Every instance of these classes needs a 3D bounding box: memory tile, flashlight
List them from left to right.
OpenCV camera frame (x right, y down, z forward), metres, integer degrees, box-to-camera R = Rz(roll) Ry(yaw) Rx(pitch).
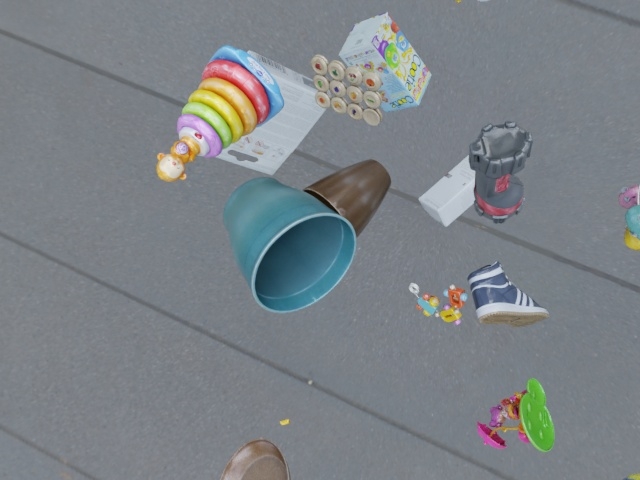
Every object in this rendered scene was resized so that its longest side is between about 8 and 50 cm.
[{"bbox_3d":[0.047,-0.273,1.016,0.148,0.113,0.012,25,56,24],"label":"memory tile"},{"bbox_3d":[0.329,-0.118,0.999,0.103,0.304,0.103,33,84,19],"label":"flashlight"}]

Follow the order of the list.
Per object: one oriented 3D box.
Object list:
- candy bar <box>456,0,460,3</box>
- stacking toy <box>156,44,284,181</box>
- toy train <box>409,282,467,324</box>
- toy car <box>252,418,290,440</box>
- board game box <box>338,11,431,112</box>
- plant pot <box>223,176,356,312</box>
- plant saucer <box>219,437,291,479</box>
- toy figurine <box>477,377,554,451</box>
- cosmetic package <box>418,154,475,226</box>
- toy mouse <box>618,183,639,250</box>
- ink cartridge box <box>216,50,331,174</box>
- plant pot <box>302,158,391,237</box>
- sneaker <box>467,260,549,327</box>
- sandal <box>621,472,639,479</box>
[{"bbox_3d":[0.260,-0.591,1.287,0.161,0.018,0.040,28,64,12],"label":"candy bar"},{"bbox_3d":[-0.228,-0.232,1.120,0.175,0.166,0.302,44,61,-17],"label":"stacking toy"},{"bbox_3d":[0.310,0.147,1.407,0.166,0.046,0.125,8,127,47],"label":"toy train"},{"bbox_3d":[-0.111,0.488,1.345,0.122,0.040,0.060,-34,69,0],"label":"toy car"},{"bbox_3d":[0.215,-0.568,1.794,0.144,0.275,0.142,1,58,46],"label":"board game box"},{"bbox_3d":[-0.098,-0.015,1.309,0.271,0.272,0.255,-52,50,10],"label":"plant pot"},{"bbox_3d":[-0.115,0.459,0.991,0.199,0.036,0.198,-28,46,32],"label":"plant saucer"},{"bbox_3d":[0.447,0.425,1.318,0.130,0.173,0.159,38,135,-22],"label":"toy figurine"},{"bbox_3d":[0.451,-0.165,1.821,0.231,0.117,0.085,-40,127,-4],"label":"cosmetic package"},{"bbox_3d":[0.529,-0.048,0.940,0.031,0.143,0.161,-8,49,23],"label":"toy mouse"},{"bbox_3d":[-0.194,-0.410,1.864,0.385,0.308,0.091,-45,44,36],"label":"ink cartridge box"},{"bbox_3d":[0.095,-0.135,1.657,0.230,0.215,0.215,-42,84,-19],"label":"plant pot"},{"bbox_3d":[0.502,0.145,1.484,0.099,0.282,0.153,-38,54,40],"label":"sneaker"},{"bbox_3d":[0.384,0.418,0.587,0.138,0.126,0.317,-40,44,40],"label":"sandal"}]
